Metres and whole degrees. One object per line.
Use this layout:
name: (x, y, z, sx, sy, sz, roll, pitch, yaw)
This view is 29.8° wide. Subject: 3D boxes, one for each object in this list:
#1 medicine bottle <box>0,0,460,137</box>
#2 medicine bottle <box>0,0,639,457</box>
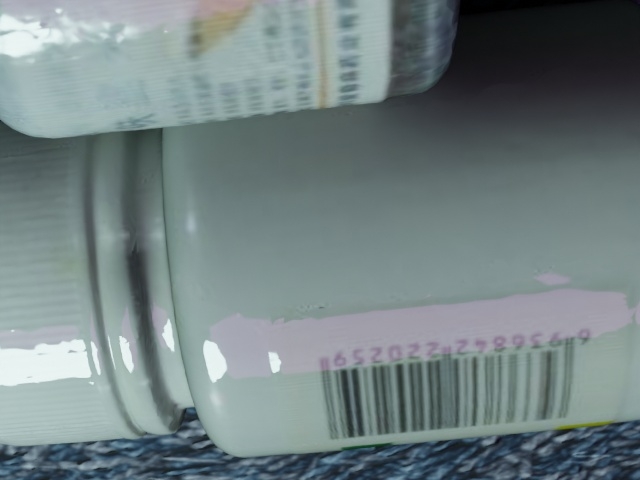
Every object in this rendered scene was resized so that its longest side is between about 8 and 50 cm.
medicine bottle: (-0.091, -0.123, 0.468, 0.273, 0.165, 0.165, -8, 141, -2)
medicine bottle: (0.000, 0.000, 0.601, 0.339, 0.208, 0.208, -6, 141, 2)
